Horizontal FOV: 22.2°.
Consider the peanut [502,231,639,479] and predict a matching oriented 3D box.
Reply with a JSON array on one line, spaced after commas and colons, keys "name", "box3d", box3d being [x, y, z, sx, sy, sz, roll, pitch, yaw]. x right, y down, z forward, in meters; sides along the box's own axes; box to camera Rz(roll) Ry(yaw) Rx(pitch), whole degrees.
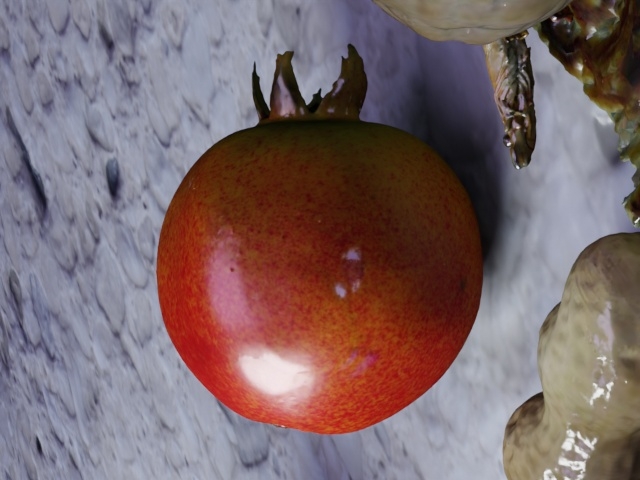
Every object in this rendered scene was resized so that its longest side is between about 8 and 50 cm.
[{"name": "peanut", "box3d": [0.161, 0.089, 0.935, 0.228, 0.085, 0.104, 103, 153, -43]}]

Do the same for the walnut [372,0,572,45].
[{"name": "walnut", "box3d": [0.064, -0.203, 0.767, 0.224, 0.224, 0.224, 35, 131, 53]}]

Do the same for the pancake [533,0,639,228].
[{"name": "pancake", "box3d": [0.172, -0.207, 0.808, 0.305, 0.066, 0.427, 48, 142, 47]}]

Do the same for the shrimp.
[{"name": "shrimp", "box3d": [0.115, -0.104, 0.915, 0.091, 0.025, 0.127, -177, 82, -71]}]

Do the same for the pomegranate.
[{"name": "pomegranate", "box3d": [0.000, 0.000, 1.079, 0.221, 0.220, 0.257, -1, 89, 63]}]
